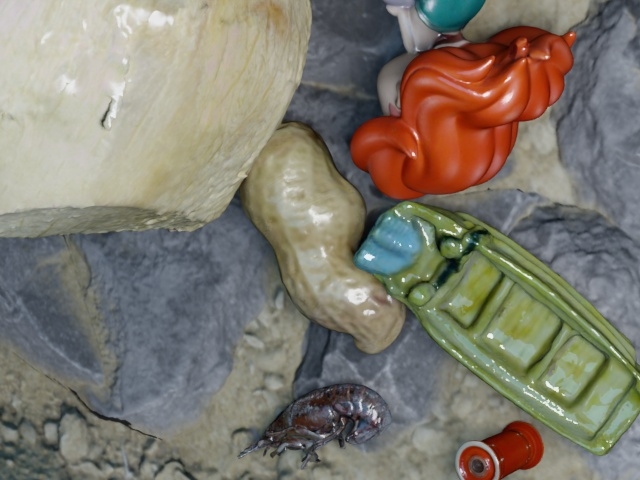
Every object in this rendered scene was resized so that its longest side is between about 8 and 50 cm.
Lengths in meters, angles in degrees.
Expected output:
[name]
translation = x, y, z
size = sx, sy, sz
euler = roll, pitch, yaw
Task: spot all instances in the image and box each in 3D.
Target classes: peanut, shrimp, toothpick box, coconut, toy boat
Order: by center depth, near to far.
[coconut]
translation = -0.194, -0.205, 1.437
size = 0.404, 0.404, 0.405
euler = 5, 101, 25
[toy boat]
translation = 0.163, 0.066, 1.478
size = 0.276, 0.084, 0.111
euler = 37, 112, 10
[toothpick box]
translation = 0.158, 0.189, 1.499
size = 0.047, 0.083, 0.047
euler = 7, 102, 36
[peanut]
translation = 0.000, 0.000, 1.543
size = 0.104, 0.085, 0.228
euler = -25, 90, 17
[shrimp]
translation = -0.009, 0.177, 1.596
size = 0.165, 0.056, 0.065
euler = -29, 92, 30

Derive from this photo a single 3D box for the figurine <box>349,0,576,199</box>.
[figurine]
translation = 0.106, -0.163, 1.411
size = 0.208, 0.181, 0.257
euler = -10, 100, 14
